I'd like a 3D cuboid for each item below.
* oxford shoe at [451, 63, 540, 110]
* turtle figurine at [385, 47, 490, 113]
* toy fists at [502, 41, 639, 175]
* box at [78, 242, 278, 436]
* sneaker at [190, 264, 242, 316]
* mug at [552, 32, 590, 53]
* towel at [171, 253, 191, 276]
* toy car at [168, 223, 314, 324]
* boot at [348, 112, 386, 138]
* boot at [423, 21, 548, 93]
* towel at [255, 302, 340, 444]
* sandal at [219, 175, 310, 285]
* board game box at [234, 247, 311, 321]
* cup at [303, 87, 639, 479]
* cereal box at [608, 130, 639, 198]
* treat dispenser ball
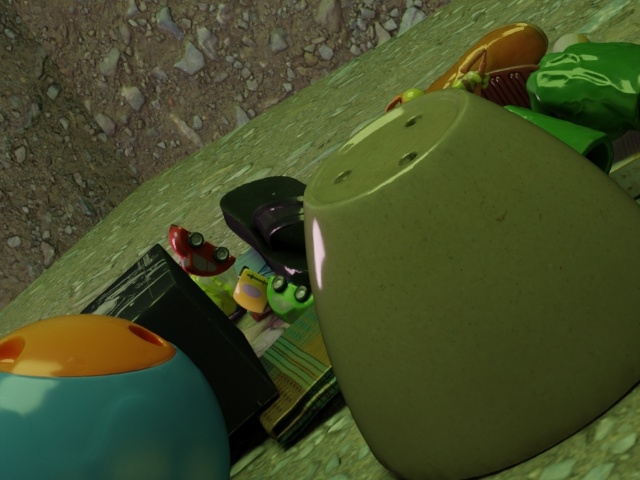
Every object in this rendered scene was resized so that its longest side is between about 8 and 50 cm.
[{"bbox_3d":[0.224,-0.187,1.942,0.348,0.123,0.130,-23,12,40],"label":"oxford shoe"},{"bbox_3d":[0.132,-0.143,1.792,0.269,0.087,0.217,-44,-30,-14],"label":"turtle figurine"},{"bbox_3d":[0.262,-0.120,1.373,0.142,0.096,0.279,22,55,37],"label":"toy fists"},{"bbox_3d":[-0.243,0.187,1.557,0.312,0.179,0.343,-42,13,-3],"label":"box"},{"bbox_3d":[-0.184,0.105,1.986,0.126,0.091,0.240,-51,-12,23],"label":"sneaker"},{"bbox_3d":[0.399,-0.286,1.992,0.078,0.062,0.064,-37,19,21],"label":"mug"},{"bbox_3d":[-0.331,0.156,2.167,0.332,0.053,0.317,-42,10,20],"label":"towel"},{"bbox_3d":[-0.080,0.068,1.740,0.225,0.239,0.053,22,81,38],"label":"toy car"},{"bbox_3d":[0.172,-0.116,1.641,0.258,0.095,0.123,0,3,-22],"label":"boot"},{"bbox_3d":[0.241,-0.237,2.165,0.295,0.104,0.211,-30,18,46],"label":"boot"},{"bbox_3d":[0.056,0.072,1.503,0.370,0.040,0.271,-45,12,-5],"label":"towel"},{"bbox_3d":[-0.031,-0.037,1.836,0.167,0.107,0.445,-25,26,-22],"label":"sandal"},{"bbox_3d":[0.000,0.000,1.933,0.281,0.027,0.145,-33,32,8],"label":"board game box"},{"bbox_3d":[0.117,0.010,1.130,0.331,0.237,0.331,-31,21,13],"label":"cup"},{"bbox_3d":[0.302,-0.072,1.468,0.240,0.047,0.173,-31,15,23],"label":"cereal box"},{"bbox_3d":[-0.230,0.214,1.238,0.288,0.288,0.288,-33,13,8],"label":"treat dispenser ball"}]
